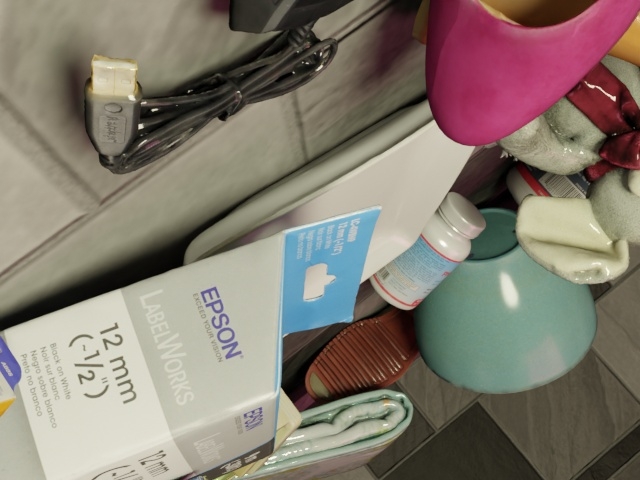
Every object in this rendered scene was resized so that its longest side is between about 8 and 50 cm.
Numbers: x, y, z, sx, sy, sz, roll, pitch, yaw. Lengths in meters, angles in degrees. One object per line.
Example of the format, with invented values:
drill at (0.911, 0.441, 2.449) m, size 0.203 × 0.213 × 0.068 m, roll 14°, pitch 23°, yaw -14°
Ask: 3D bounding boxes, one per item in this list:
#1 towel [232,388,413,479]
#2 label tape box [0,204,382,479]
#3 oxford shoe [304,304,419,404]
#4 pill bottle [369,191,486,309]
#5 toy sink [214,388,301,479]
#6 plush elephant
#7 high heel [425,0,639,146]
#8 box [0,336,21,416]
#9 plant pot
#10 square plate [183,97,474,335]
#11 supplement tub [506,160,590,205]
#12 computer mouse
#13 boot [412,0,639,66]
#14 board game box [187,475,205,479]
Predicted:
towel at (-0.053, 0.362, 1.358) m, size 0.375 × 0.090 × 0.320 m, roll -10°, pitch 158°, yaw -16°
label tape box at (-0.107, 0.120, 0.598) m, size 0.348 × 0.115 × 0.249 m, roll -18°, pitch 159°, yaw -11°
oxford shoe at (0.109, 0.196, 1.434) m, size 0.348 × 0.123 × 0.130 m, roll -29°, pitch 168°, yaw -27°
pill bottle at (0.143, 0.013, 1.059) m, size 0.160 × 0.087 × 0.087 m, roll -48°, pitch 162°, yaw 29°
toy sink at (-0.122, 0.217, 0.939) m, size 0.234 × 0.131 × 0.153 m, roll -24°, pitch 159°, yaw -43°
plush elephant at (0.314, -0.104, 0.816) m, size 0.272 × 0.255 × 0.330 m, roll -33°, pitch 163°, yaw -21°
high heel at (0.103, -0.183, 0.347) m, size 0.181 × 0.127 × 0.377 m, roll -37°, pitch 151°, yaw -47°
box at (-0.220, 0.067, 0.398) m, size 0.028 × 0.081 × 0.136 m, roll -45°, pitch 163°, yaw 21°
plant pot at (0.271, 0.065, 1.240) m, size 0.290 × 0.290 × 0.195 m, roll -34°, pitch 127°, yaw -18°
square plate at (0.000, 0.000, 0.773) m, size 0.344 × 0.049 × 0.347 m, roll -32°, pitch 163°, yaw -23°
supplement tub at (0.430, -0.116, 1.163) m, size 0.272 × 0.191 × 0.191 m, roll -45°, pitch 163°, yaw 19°
computer mouse at (-0.029, -0.127, 0.350) m, size 0.184 × 0.060 × 0.262 m, roll -35°, pitch 176°, yaw -31°
boot at (0.221, -0.146, 0.552) m, size 0.283 × 0.220 × 0.109 m, roll -29°, pitch 161°, yaw -33°
board game box at (-0.198, 0.251, 0.579) m, size 0.194 × 0.060 × 0.194 m, roll -6°, pitch 154°, yaw -38°
